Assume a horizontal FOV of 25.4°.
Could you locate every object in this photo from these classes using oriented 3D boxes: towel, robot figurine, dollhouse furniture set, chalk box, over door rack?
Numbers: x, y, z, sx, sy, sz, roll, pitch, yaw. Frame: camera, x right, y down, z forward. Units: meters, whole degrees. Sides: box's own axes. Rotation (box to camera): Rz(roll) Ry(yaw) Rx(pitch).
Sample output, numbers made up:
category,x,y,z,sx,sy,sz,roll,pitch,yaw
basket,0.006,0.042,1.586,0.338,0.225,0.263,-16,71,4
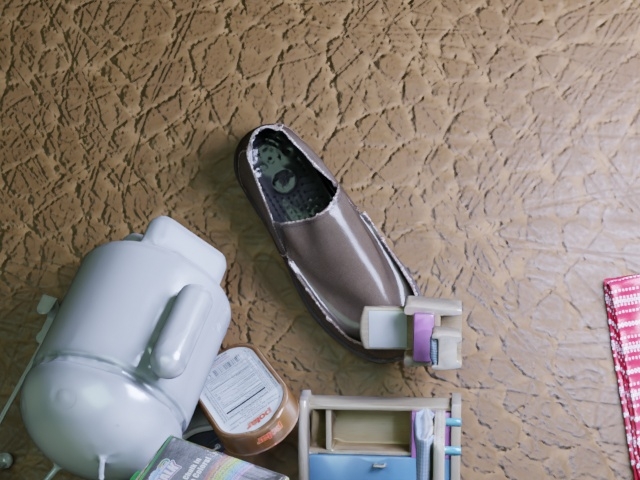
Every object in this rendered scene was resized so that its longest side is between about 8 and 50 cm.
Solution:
category,x,y,z,sx,sy,sz,roll,pitch,yaw
towel,0.469,0.166,1.763,0.199,0.031,0.274,-8,77,3
robot figurine,-0.234,0.142,1.719,0.200,0.300,0.353,34,55,-19
dollhouse furniture set,0.062,0.236,1.616,0.198,0.303,0.286,0,101,5
chalk box,-0.135,0.314,1.559,0.213,0.132,0.132,13,52,33
over door rack,-0.496,0.196,1.826,0.240,0.108,0.324,17,66,9

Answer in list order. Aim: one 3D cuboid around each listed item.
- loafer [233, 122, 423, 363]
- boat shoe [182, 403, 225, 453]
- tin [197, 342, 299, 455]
category,x,y,z,sx,sy,sz,roll,pitch,yaw
loafer,0.000,0.000,1.793,0.134,0.130,0.366,-38,77,-3
boat shoe,-0.151,0.250,1.804,0.206,0.075,0.065,-29,120,-6
tin,-0.096,0.193,1.750,0.106,0.040,0.190,-37,34,-5
